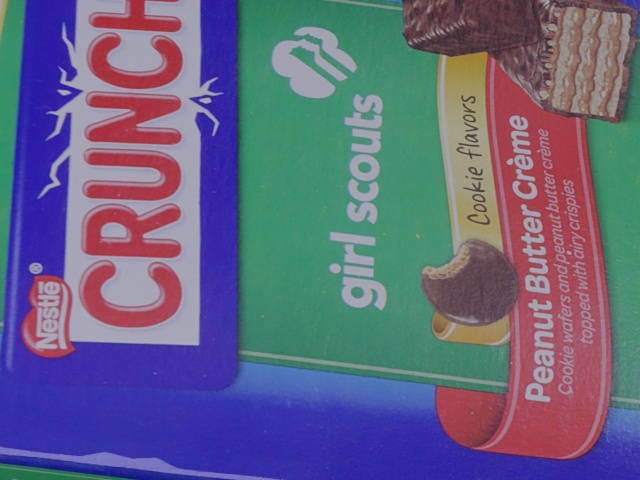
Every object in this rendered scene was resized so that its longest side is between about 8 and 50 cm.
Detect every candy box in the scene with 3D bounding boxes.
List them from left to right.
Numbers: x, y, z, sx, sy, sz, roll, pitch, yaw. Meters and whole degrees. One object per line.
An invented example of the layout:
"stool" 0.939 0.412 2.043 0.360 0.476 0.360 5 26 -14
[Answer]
"candy box" 0.000 0.000 0.752 0.317 0.122 0.268 6 59 -4
